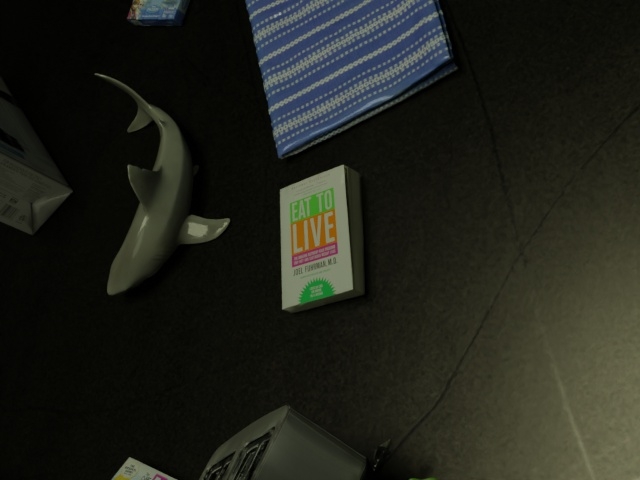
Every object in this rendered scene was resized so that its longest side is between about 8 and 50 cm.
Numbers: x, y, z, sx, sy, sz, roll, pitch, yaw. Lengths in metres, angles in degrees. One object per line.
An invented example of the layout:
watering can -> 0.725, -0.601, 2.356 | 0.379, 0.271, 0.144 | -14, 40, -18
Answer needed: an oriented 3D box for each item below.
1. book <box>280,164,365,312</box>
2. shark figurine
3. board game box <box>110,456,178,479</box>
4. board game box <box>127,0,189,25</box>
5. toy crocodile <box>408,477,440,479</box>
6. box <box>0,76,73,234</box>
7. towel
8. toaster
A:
book -> 0.000, 0.000, 1.181 | 0.096, 0.035, 0.144 | -17, 64, 31
shark figurine -> -0.205, -0.087, 1.299 | 0.166, 0.116, 0.278 | -14, 66, 27
board game box -> -0.179, 0.302, 1.148 | 0.154, 0.026, 0.103 | 14, 53, 36
board game box -> -0.212, -0.336, 1.461 | 0.090, 0.020, 0.090 | 8, 74, 35
toy crocodile -> 0.015, 0.362, 0.976 | 0.340, 0.105, 0.115 | -53, 12, -1
box -> -0.473, -0.151, 1.464 | 0.087, 0.169, 0.290 | -46, 52, 9
towel -> 0.017, -0.287, 1.279 | 0.243, 0.040, 0.335 | -26, 59, 23
toaster -> -0.048, 0.255, 1.000 | 0.168, 0.110, 0.185 | -38, 18, 48
